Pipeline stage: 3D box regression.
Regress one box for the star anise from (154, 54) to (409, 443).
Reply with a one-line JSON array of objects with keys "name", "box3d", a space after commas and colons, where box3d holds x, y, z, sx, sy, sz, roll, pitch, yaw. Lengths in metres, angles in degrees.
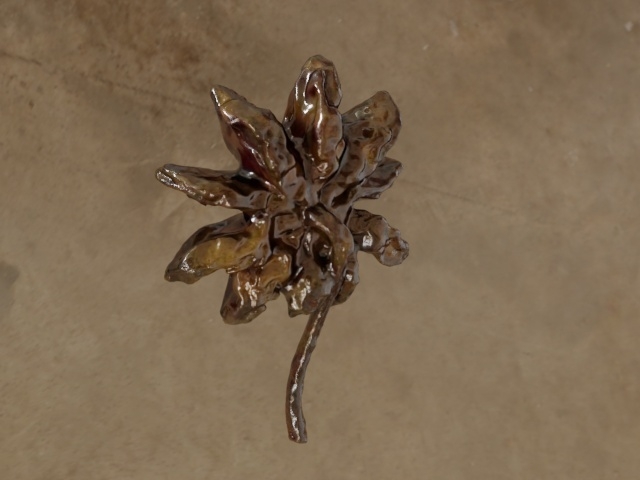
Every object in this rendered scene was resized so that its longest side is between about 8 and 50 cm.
[{"name": "star anise", "box3d": [0.000, 0.001, 0.575, 0.177, 0.073, 0.234, -41, 131, -14]}]
